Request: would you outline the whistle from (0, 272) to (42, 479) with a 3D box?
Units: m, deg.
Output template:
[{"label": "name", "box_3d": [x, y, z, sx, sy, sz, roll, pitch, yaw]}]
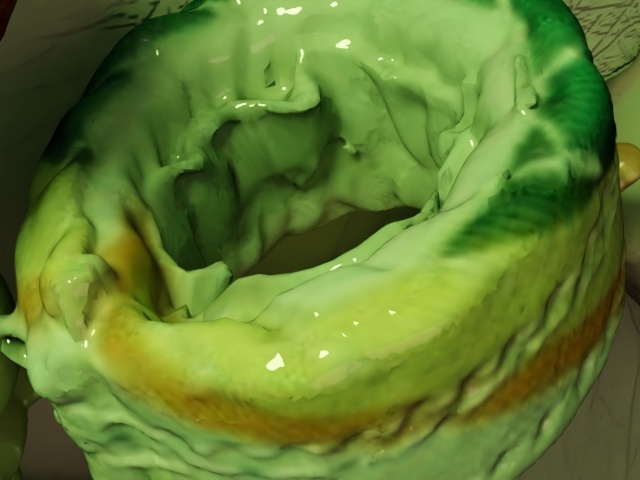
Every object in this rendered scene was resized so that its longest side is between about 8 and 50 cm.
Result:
[{"label": "whistle", "box_3d": [-0.205, 0.071, 0.531, 0.141, 0.141, 0.294, -27, 164, -19]}]

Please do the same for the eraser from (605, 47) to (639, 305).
[{"label": "eraser", "box_3d": [0.351, -0.040, 0.850, 0.272, 0.122, 0.359, -49, 138, 4]}]

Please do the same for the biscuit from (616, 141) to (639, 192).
[{"label": "biscuit", "box_3d": [0.064, 0.012, 0.666, 0.249, 0.160, 0.030, -31, 96, -13]}]

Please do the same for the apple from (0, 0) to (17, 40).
[{"label": "apple", "box_3d": [-0.187, -0.099, 0.353, 0.168, 0.181, 0.181, 9, 116, -42]}]

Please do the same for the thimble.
[{"label": "thimble", "box_3d": [0.000, 0.000, 0.502, 0.288, 0.254, 0.167, -46, 140, -28]}]
